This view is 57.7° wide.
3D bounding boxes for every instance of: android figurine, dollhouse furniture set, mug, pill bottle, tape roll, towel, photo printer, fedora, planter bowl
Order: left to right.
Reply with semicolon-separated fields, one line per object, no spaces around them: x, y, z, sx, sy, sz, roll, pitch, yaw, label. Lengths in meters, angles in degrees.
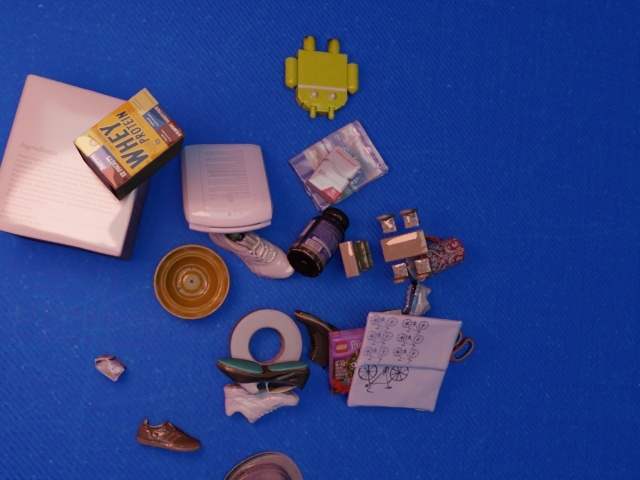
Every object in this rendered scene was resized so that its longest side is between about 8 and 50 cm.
-0.384;0.123;1.735;0.217;0.090;0.217;1;86;-14;planter bowl
-0.274;-0.149;1.701;0.256;0.107;0.307;-4;51;-14;photo printer
-0.169;0.774;1.720;0.275;0.124;0.244;-22;92;-14;fedora
-0.170;0.320;1.783;0.219;0.072;0.219;1;85;-14;tape roll
0.000;0.000;1.798;0.123;0.123;0.219;42;55;-7;pill bottle
0.004;-0.529;1.901;0.248;0.056;0.273;3;83;-14;android figurine
0.062;-0.246;1.904;0.285;0.034;0.209;-32;93;-14;towel
0.204;0.030;1.793;0.242;0.161;0.212;-14;88;22;dollhouse furniture set
0.377;0.039;1.918;0.169;0.113;0.150;-18;87;-21;mug

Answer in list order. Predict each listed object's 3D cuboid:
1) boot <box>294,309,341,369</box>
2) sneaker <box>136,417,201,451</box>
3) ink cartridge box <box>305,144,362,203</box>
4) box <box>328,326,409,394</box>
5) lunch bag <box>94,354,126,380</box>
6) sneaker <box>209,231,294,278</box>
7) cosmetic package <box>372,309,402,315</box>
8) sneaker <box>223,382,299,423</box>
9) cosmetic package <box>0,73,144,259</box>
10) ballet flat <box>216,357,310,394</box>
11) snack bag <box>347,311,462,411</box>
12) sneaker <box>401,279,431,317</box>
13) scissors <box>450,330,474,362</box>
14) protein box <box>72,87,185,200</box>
-0.021;0.310;1.804;0.198;0.077;0.137;32;84;-24;boot
-0.438;0.569;1.700;0.188;0.066;0.071;13;82;-13;sneaker
0.042;-0.209;1.847;0.109;0.063;0.150;38;79;-4;ink cartridge box
0.171;0.370;1.826;0.293;0.057;0.201;-5;111;-12;box
-0.607;0.359;1.671;0.083;0.071;0.053;35;80;-8;lunch bag
-0.207;0.028;1.767;0.297;0.129;0.111;30;78;-11;sneaker
0.214;0.245;1.860;0.060;0.115;0.041;-6;84;-13;cosmetic package
-0.181;0.498;1.768;0.232;0.090;0.115;5;91;-4;sneaker
-0.641;-0.173;1.571;0.327;0.329;0.394;14;83;-13;cosmetic package
-0.167;0.401;1.695;0.280;0.095;0.096;6;96;-13;ballet flat
0.255;0.387;1.802;0.323;0.037;0.343;8;108;-18;snack bag
0.319;0.232;1.914;0.083;0.071;0.191;22;81;-17;sneaker
0.391;0.411;1.940;0.297;0.021;0.109;-40;95;-13;scissors
-0.441;-0.217;1.355;0.200;0.201;0.136;-42;99;-15;protein box
